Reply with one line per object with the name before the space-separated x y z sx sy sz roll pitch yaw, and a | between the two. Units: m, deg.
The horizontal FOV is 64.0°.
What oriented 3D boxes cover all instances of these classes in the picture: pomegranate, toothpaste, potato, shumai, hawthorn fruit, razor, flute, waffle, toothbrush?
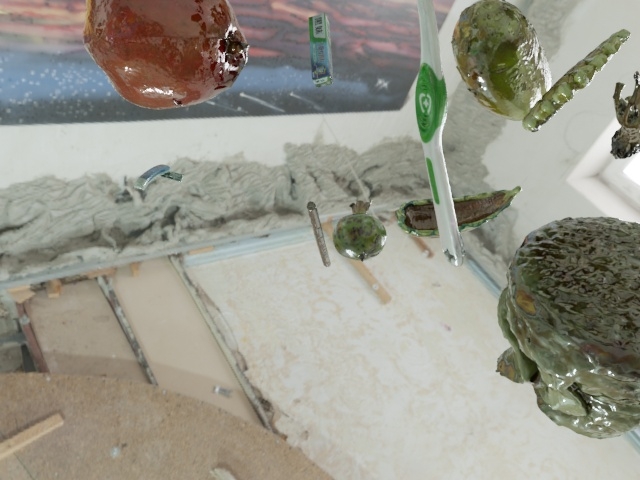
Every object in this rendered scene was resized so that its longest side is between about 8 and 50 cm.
pomegranate | 0.088 -0.027 1.148 0.122 0.122 0.161 12 -110 -16
toothpaste | 0.000 -0.205 0.551 0.020 0.017 0.083 -9 -110 16
potato | 0.347 -0.334 0.978 0.141 0.176 0.298 12 166 40
shumai | 0.490 0.182 0.883 0.396 0.347 0.395 -4 -152 2
hawthorn fruit | -0.185 -0.254 0.649 0.202 0.185 0.185 14 -143 12
razor | -0.331 -0.131 1.029 0.068 0.037 0.191 14 -167 -2
flute | 0.000 0.000 0.690 0.014 0.269 0.014 -1 -107 4
waffle | 0.394 -0.248 0.800 0.036 0.169 0.183 45 -117 4
toothbrush | 0.123 -0.140 0.554 0.040 0.417 0.042 -29 -147 -15

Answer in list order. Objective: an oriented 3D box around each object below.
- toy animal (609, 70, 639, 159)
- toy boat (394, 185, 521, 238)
toy animal | 0.494 -0.201 0.800 0.069 0.086 0.220 29 175 37
toy boat | 0.330 -0.065 1.228 0.293 0.099 0.108 -11 -128 17
